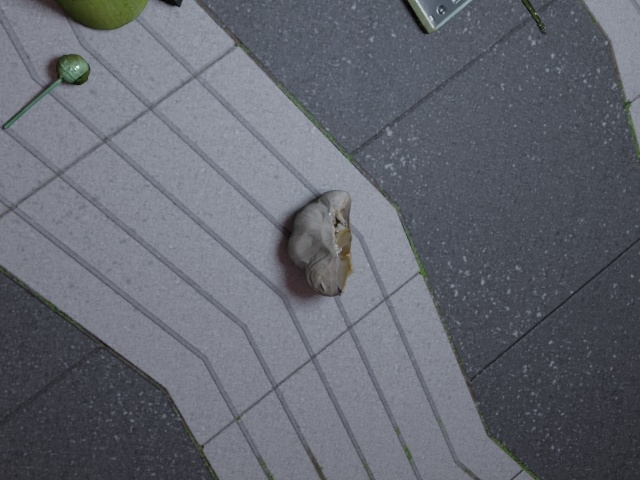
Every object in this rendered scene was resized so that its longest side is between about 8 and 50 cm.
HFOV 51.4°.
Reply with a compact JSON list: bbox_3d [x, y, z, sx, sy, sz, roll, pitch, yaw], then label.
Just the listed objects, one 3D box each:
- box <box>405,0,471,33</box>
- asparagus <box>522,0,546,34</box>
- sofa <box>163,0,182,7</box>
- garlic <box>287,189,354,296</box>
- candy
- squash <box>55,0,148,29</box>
[{"bbox_3d":[0.234,-0.611,1.417,0.210,0.045,0.270,-39,110,-5],"label":"box"},{"bbox_3d":[0.491,-0.523,1.533,0.114,0.014,0.015,47,64,-20],"label":"asparagus"},{"bbox_3d":[-0.284,-0.533,1.271,0.085,0.060,0.147,21,95,-3],"label":"sofa"},{"bbox_3d":[0.000,0.000,1.420,0.142,0.178,0.230,8,79,12],"label":"garlic"},{"bbox_3d":[-0.521,-0.276,1.257,0.202,0.061,0.061,-40,110,3],"label":"candy"},{"bbox_3d":[-0.408,-0.512,1.203,0.220,0.133,0.220,0,87,6],"label":"squash"}]
